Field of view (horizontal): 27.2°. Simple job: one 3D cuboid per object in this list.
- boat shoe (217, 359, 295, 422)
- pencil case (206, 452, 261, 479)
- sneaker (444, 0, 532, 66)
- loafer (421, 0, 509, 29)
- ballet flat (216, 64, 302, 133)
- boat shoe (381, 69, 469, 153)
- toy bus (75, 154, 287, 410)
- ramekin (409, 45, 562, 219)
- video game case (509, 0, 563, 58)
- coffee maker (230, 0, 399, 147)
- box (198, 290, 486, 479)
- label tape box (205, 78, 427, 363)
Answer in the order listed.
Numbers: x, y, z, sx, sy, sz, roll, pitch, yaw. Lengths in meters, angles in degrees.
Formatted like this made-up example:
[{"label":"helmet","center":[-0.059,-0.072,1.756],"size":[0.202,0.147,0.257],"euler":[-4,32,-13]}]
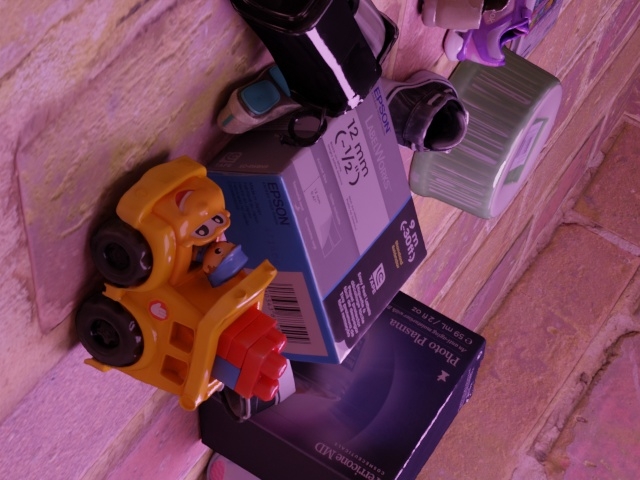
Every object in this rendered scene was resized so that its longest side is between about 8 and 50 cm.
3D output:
[{"label":"boat shoe","center":[-0.113,0.123,1.618],"size":[0.105,0.113,0.306],"euler":[-36,150,-16]},{"label":"pencil case","center":[-0.072,0.332,2.086],"size":[0.273,0.113,0.124],"euler":[-31,136,-61]},{"label":"sneaker","center":[0.287,-0.366,2.038],"size":[0.236,0.104,0.095],"euler":[-62,163,-3]},{"label":"loafer","center":[0.239,-0.378,1.886],"size":[0.268,0.092,0.102],"euler":[-51,161,-32]},{"label":"ballet flat","center":[-0.060,-0.154,1.437],"size":[0.052,0.057,0.168],"euler":[-38,175,34]},{"label":"boat shoe","center":[0.154,-0.170,1.923],"size":[0.121,0.119,0.335],"euler":[-66,163,17]},{"label":"toy bus","center":[-0.115,0.058,1.310],"size":[0.149,0.211,0.220],"euler":[-39,151,-51]},{"label":"ramekin","center":[0.291,-0.184,2.275],"size":[0.303,0.148,0.303],"euler":[-54,162,-26]},{"label":"video game case","center":[0.413,-0.433,2.466],"size":[0.201,0.023,0.183],"euler":[-47,159,-39]},{"label":"coffee maker","center":[-0.007,-0.204,1.319],"size":[0.178,0.120,0.171],"euler":[46,50,-63]},{"label":"box","center":[0.030,0.212,1.860],"size":[0.294,0.296,0.183],"euler":[-53,163,-28]},{"label":"label tape box","center":[0.030,-0.058,1.550],"size":[0.348,0.115,0.249],"euler":[-46,129,-43]}]
